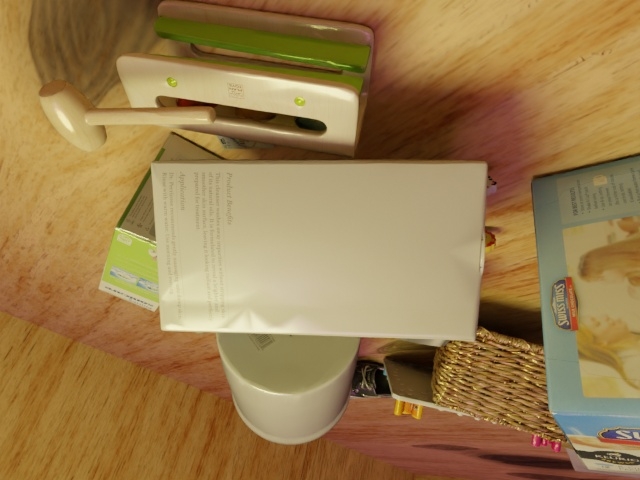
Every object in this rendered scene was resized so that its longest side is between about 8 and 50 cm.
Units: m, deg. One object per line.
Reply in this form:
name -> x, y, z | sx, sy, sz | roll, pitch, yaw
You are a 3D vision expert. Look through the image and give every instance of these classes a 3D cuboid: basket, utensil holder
basket -> 0.421, 0.262, 0.993 | 0.300, 0.213, 0.222 | 13, 114, 12
utensil holder -> -0.069, 0.276, 1.065 | 0.328, 0.327, 0.385 | 12, 144, 5

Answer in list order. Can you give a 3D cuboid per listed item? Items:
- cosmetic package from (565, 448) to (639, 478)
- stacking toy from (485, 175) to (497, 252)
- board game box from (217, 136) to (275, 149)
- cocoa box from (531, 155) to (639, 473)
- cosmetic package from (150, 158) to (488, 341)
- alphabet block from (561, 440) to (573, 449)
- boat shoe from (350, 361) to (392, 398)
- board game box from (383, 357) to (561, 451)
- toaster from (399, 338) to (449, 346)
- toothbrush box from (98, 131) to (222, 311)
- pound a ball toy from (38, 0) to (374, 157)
cosmetic package -> 0.841, 0.586, 1.324 | 0.197, 0.155, 0.365 | -7, 141, 29
stacking toy -> 0.171, -0.020, 0.710 | 0.222, 0.052, 0.166 | -15, 141, 7
board game box -> -0.121, -0.177, 0.672 | 0.090, 0.020, 0.090 | 4, 145, 17
cocoa box -> 0.418, 0.087, 0.560 | 0.232, 0.346, 0.228 | -12, 138, 33
cosmetic package -> 0.000, 0.000, 0.575 | 0.386, 0.216, 0.156 | 2, -169, 2
alphabet block -> 0.710, 0.416, 1.089 | 0.194, 0.192, 0.197 | 19, 148, -4
boat shoe -> 0.158, 0.438, 1.409 | 0.336, 0.120, 0.119 | 4, 151, -3
board game box -> 0.365, 0.414, 1.168 | 0.391, 0.050, 0.390 | 11, 178, 5
toaster -> 0.180, 0.099, 0.822 | 0.168, 0.185, 0.110 | 12, 143, 4
toothbrush box -> -0.285, -0.019, 0.803 | 0.122, 0.206, 0.283 | 26, 146, -16
pound a ball toy -> -0.112, -0.158, 0.526 | 0.320, 0.208, 0.135 | 10, 147, 6
